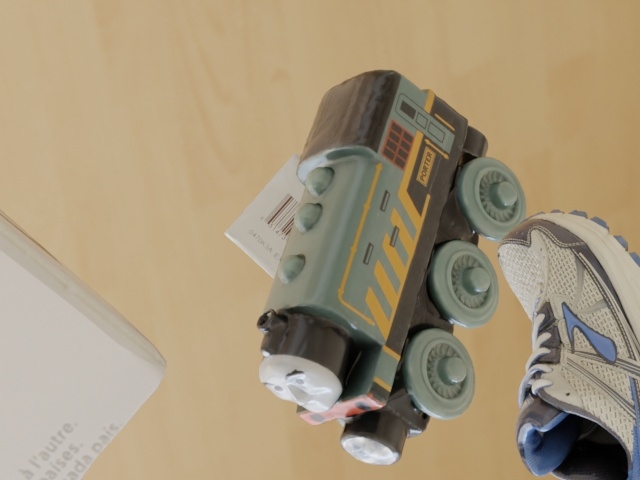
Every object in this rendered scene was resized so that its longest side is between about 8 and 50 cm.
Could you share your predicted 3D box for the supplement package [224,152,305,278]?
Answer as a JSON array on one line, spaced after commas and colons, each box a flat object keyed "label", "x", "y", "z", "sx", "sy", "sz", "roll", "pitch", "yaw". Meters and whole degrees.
[{"label": "supplement package", "x": 0.000, "y": 0.000, "z": 1.766, "sx": 0.105, "sy": 0.105, "sz": 0.179, "roll": -49, "pitch": 164, "yaw": 4}]

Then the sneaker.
[{"label": "sneaker", "x": 0.081, "y": 0.041, "z": 0.556, "sx": 0.058, "sy": 0.135, "sz": 0.052, "roll": -22, "pitch": 133, "yaw": -10}]

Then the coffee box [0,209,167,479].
[{"label": "coffee box", "x": -0.325, "y": 0.016, "z": 0.542, "sx": 0.337, "sy": 0.338, "sz": 0.334, "roll": -49, "pitch": 124, "yaw": -4}]

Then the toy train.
[{"label": "toy train", "x": 0.051, "y": 0.018, "z": 1.545, "sx": 0.190, "sy": 0.142, "sz": 0.334, "roll": 35, "pitch": 57, "yaw": -26}]
